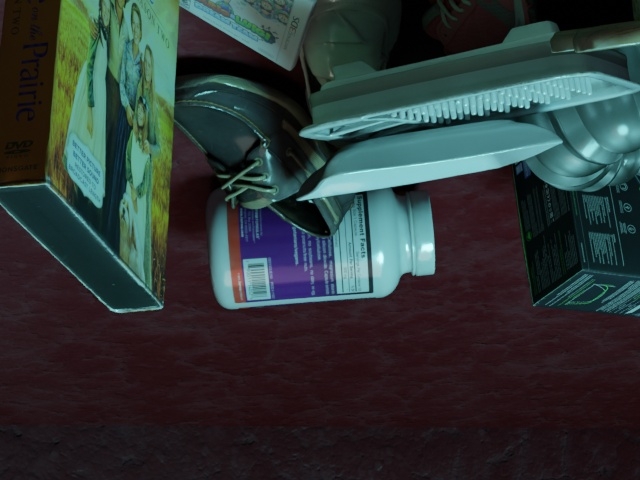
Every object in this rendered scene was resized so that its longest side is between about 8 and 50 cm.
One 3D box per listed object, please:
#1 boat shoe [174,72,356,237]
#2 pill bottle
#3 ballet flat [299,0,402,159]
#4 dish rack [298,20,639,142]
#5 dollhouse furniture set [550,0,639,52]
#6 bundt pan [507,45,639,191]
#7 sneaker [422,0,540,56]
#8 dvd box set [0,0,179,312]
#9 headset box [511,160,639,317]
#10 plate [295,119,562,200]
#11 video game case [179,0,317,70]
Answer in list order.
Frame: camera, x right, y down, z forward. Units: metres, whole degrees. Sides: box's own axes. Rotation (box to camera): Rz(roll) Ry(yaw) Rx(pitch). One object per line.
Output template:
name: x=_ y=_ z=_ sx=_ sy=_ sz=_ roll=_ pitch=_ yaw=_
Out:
boat shoe: x=-0.069 y=-0.105 z=1.911 sx=0.132 sy=0.130 sz=0.355 roll=-11 pitch=152 yaw=41
pill bottle: x=0.000 y=0.000 z=2.132 sx=0.323 sy=0.181 sz=0.181 roll=-5 pitch=156 yaw=0
ballet flat: x=0.031 y=-0.211 z=1.731 sx=0.139 sy=0.139 sz=0.400 roll=-5 pitch=156 yaw=1
dish rack: x=0.164 y=-0.170 z=1.590 sx=0.333 sy=0.072 sz=0.285 roll=-9 pitch=177 yaw=25
dollhouse furniture set: x=0.189 y=-0.337 z=1.231 sx=0.256 sy=0.362 sz=0.394 roll=-7 pitch=-174 yaw=2
bundt pan: x=0.395 y=-0.156 z=1.807 sx=0.331 sy=0.124 sz=0.331 roll=-18 pitch=168 yaw=-4
sneaker: x=0.179 y=-0.264 z=1.657 sx=0.136 sy=0.116 sz=0.314 roll=-7 pitch=156 yaw=10
dvd box set: x=-0.214 y=-0.177 z=1.411 sx=0.062 sy=0.420 sz=0.307 roll=-5 pitch=155 yaw=12
headset box: x=0.434 y=-0.029 z=2.062 sx=0.283 sy=0.246 sz=0.131 roll=6 pitch=153 yaw=-24
plate: x=0.118 y=-0.099 z=1.752 sx=0.277 sy=0.045 sz=0.278 roll=-10 pitch=178 yaw=-9
video game case: x=-0.084 y=-0.268 z=1.623 sx=0.157 sy=0.019 sz=0.143 roll=31 pitch=153 yaw=3
